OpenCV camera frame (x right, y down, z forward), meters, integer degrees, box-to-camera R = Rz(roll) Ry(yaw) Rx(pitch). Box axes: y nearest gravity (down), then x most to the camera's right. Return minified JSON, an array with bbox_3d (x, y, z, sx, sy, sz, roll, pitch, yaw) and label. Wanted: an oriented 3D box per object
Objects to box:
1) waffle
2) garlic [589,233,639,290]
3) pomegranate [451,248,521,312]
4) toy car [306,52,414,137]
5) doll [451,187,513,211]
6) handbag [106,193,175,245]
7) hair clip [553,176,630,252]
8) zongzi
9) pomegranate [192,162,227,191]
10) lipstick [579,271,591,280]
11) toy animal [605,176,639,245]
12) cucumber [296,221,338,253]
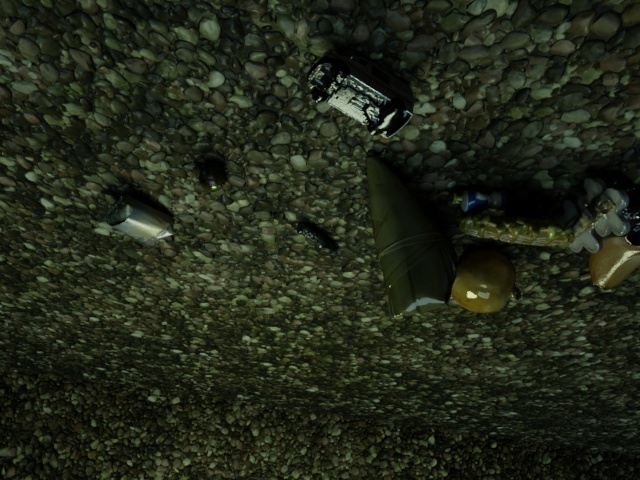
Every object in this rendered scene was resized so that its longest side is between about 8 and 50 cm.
[{"bbox_3d":[0.471,-0.024,1.309,0.253,0.056,0.249,8,179,-41],"label":"waffle"},{"bbox_3d":[0.761,0.030,1.375,0.115,0.128,0.207,48,156,17],"label":"garlic"},{"bbox_3d":[0.456,0.116,1.493,0.196,0.196,0.196,4,147,3],"label":"pomegranate"},{"bbox_3d":[0.077,-0.286,1.017,0.209,0.108,0.089,26,145,-20],"label":"toy car"},{"bbox_3d":[0.385,-0.097,1.292,0.142,0.058,0.099,1,169,7],"label":"doll"},{"bbox_3d":[-0.492,-0.060,1.470,0.117,0.095,0.173,-20,147,26],"label":"handbag"},{"bbox_3d":[0.614,-0.048,1.243,0.075,0.146,0.257,-32,162,-4],"label":"hair clip"},{"bbox_3d":[0.236,-0.025,1.411,0.181,0.419,0.447,-19,-179,15],"label":"zongzi"},{"bbox_3d":[-0.265,-0.156,1.302,0.084,0.073,0.073,37,138,-15],"label":"pomegranate"},{"bbox_3d":[0.786,0.093,1.546,0.094,0.019,0.019,-23,137,38],"label":"lipstick"},{"bbox_3d":[0.714,-0.069,1.262,0.218,0.116,0.179,37,172,-10],"label":"toy animal"},{"bbox_3d":[0.000,0.000,1.519,0.163,0.039,0.043,33,159,-32],"label":"cucumber"}]
